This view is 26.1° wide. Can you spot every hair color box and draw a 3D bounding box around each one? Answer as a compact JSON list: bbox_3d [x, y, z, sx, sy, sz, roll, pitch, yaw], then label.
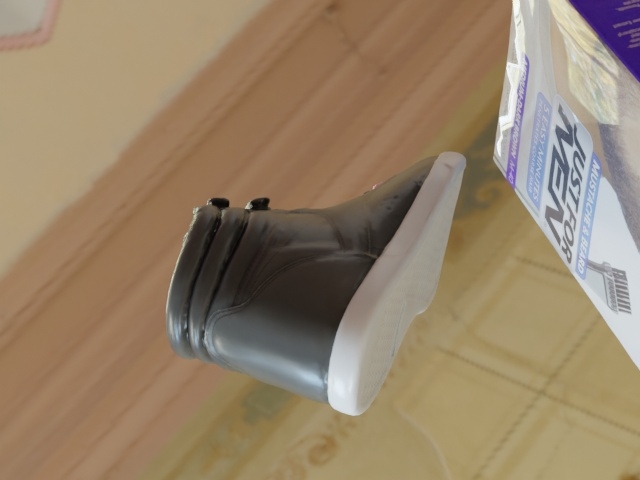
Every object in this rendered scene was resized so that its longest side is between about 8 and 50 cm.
[{"bbox_3d":[0.225,-0.026,0.831,0.110,0.185,0.339,-15,-135,-16],"label":"hair color box"}]

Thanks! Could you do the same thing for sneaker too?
[{"bbox_3d":[0.000,0.000,0.875,0.146,0.105,0.296,14,-153,14],"label":"sneaker"}]
